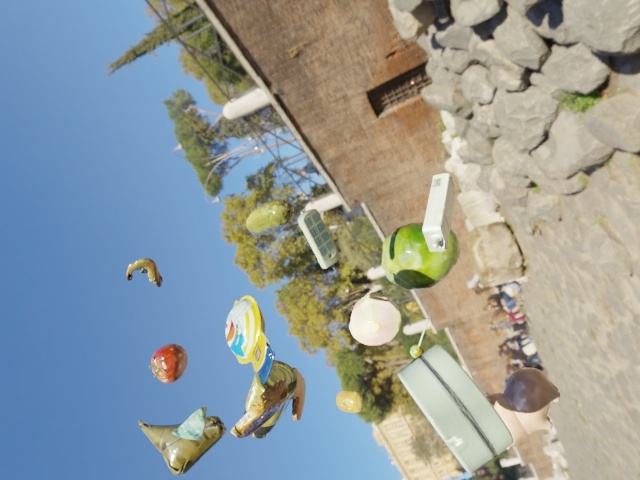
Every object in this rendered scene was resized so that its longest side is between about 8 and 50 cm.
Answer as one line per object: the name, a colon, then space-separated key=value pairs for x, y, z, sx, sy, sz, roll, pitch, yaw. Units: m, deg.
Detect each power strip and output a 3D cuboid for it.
power strip: x=0.384 y=0.479 z=1.324 sx=0.358 sy=0.161 sz=0.357 roll=54 pitch=178 yaw=2
power strip: x=0.000 y=0.000 z=1.458 sx=0.080 sy=0.029 sz=0.227 roll=-40 pitch=-71 yaw=-39
power strip: x=0.371 y=-0.087 z=1.401 sx=0.098 sy=0.058 sz=0.338 roll=63 pitch=-146 yaw=-34

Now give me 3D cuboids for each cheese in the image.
cheese: x=-0.176 y=0.242 z=1.135 sx=0.069 sy=0.177 sz=0.270 roll=8 pitch=-161 yaw=-35

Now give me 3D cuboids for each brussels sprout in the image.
brussels sprout: x=0.399 y=0.067 z=1.814 sx=0.344 sy=0.343 sz=0.268 roll=33 pitch=-140 yaw=-66

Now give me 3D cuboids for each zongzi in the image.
zongzi: x=-0.552 y=0.748 z=1.809 sx=0.289 sy=0.260 sz=0.123 roll=41 pitch=164 yaw=24

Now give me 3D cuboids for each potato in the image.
potato: x=-0.209 y=-0.093 z=1.824 sx=0.149 sy=0.251 sz=0.113 roll=3 pitch=-105 yaw=-43

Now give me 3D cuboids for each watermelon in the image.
watermelon: x=-0.374 y=0.545 z=1.349 sx=0.081 sy=0.180 sz=0.094 roll=37 pitch=-131 yaw=-9

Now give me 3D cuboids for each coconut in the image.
coconut: x=0.241 y=0.343 z=1.993 sx=0.245 sy=0.233 sz=0.233 roll=-15 pitch=-97 yaw=-81

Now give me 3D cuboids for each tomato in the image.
tomato: x=-0.643 y=0.521 z=1.927 sx=0.167 sy=0.167 sz=0.167 roll=60 pitch=-164 yaw=-30

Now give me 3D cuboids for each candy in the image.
candy: x=0.409 y=0.395 z=1.814 sx=0.061 sy=0.061 sz=0.203 roll=-84 pitch=4 yaw=-62

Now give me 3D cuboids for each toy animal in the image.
toy animal: x=0.748 y=0.637 z=1.725 sx=0.237 sy=0.269 sz=0.327 roll=24 pitch=-96 yaw=-65

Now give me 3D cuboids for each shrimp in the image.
shrimp: x=-0.698 y=0.144 z=1.784 sx=0.034 sy=0.124 sz=0.178 roll=53 pitch=157 yaw=38

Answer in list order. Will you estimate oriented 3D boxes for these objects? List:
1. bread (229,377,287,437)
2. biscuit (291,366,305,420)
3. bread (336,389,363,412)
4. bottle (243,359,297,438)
bread: x=-0.118 y=0.341 z=0.904 sx=0.044 sy=0.129 sz=0.126 roll=47 pitch=-166 yaw=15
biscuit: x=-0.104 y=0.663 z=1.939 sx=0.192 sy=0.036 sz=0.186 roll=67 pitch=-155 yaw=-46
bread: x=0.107 y=0.618 z=1.724 sx=0.056 sy=0.115 sz=0.082 roll=6 pitch=-100 yaw=-50
bottle: x=-0.221 y=0.656 z=1.823 sx=0.171 sy=0.351 sz=0.172 roll=16 pitch=-145 yaw=-11
